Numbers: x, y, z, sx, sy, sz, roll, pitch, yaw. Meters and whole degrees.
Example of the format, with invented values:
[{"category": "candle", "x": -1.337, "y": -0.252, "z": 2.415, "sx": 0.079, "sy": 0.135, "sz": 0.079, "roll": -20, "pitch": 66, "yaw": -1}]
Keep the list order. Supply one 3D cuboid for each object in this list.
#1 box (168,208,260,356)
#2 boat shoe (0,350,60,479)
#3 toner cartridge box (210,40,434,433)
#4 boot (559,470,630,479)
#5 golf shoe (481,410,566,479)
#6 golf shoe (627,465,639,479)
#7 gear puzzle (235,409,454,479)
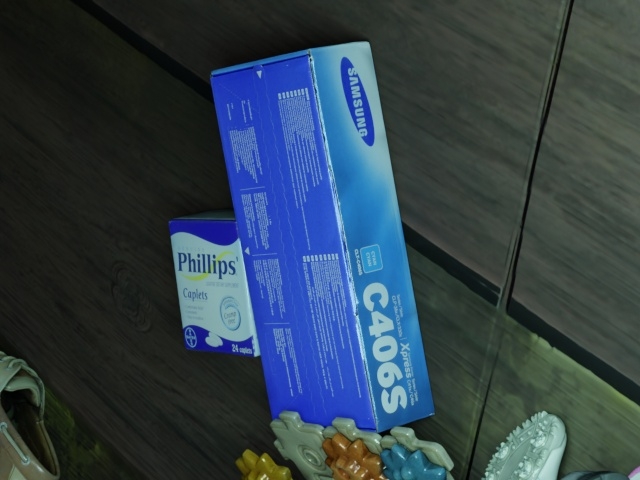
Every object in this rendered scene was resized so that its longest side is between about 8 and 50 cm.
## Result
[{"category": "box", "x": -0.082, "y": 0.040, "z": 1.866, "sx": 0.126, "sy": 0.072, "sz": 0.137, "roll": 1, "pitch": 101, "yaw": 52}, {"category": "boat shoe", "x": -0.391, "y": 0.195, "z": 2.307, "sx": 0.116, "sy": 0.123, "sz": 0.324, "roll": -35, "pitch": 59, "yaw": 16}, {"category": "toner cartridge box", "x": 0.000, "y": 0.000, "z": 1.742, "sx": 0.165, "sy": 0.075, "sz": 0.348, "roll": -4, "pitch": 97, "yaw": 52}, {"category": "boot", "x": 0.130, "y": 0.313, "z": 1.446, "sx": 0.222, "sy": 0.118, "sz": 0.338, "roll": 21, "pitch": 107, "yaw": 52}, {"category": "golf shoe", "x": 0.176, "y": 0.231, "z": 1.593, "sx": 0.176, "sy": 0.086, "sz": 0.069, "roll": -65, "pitch": 22, "yaw": 8}, {"category": "golf shoe", "x": 0.280, "y": 0.239, "z": 1.415, "sx": 0.306, "sy": 0.115, "sz": 0.140, "roll": -11, "pitch": 88, "yaw": 53}, {"category": "gear puzzle", "x": 0.022, "y": 0.237, "z": 1.741, "sx": 0.339, "sy": 0.044, "sz": 0.175, "roll": 2, "pitch": 131, "yaw": 51}]
